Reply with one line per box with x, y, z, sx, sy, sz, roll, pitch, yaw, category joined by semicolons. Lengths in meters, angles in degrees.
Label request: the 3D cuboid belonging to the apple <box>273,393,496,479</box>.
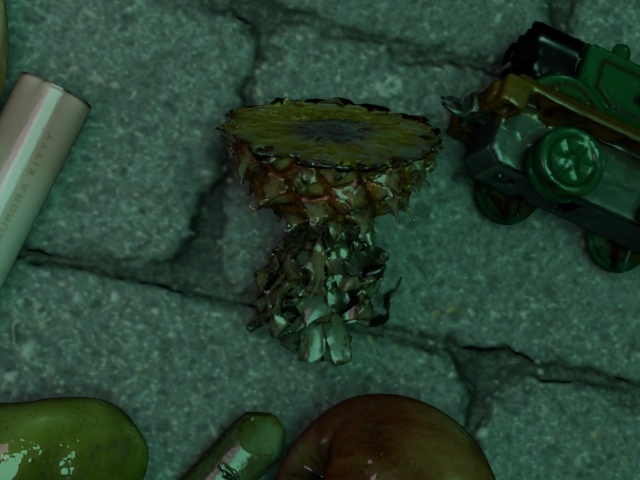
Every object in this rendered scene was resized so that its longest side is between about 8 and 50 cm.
0.073;0.298;1.584;0.254;0.253;0.253;0;89;-13;apple

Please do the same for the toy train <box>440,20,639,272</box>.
0.343;-0.117;1.687;0.429;0.178;0.249;23;74;-12;toy train

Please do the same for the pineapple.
0.000;0.000;1.604;0.262;0.262;0.271;0;112;-13;pineapple

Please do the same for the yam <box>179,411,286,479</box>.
-0.098;0.252;1.626;0.146;0.070;0.070;-45;99;-9;yam

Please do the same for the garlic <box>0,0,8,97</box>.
-0.463;-0.226;1.471;0.286;0.249;0.313;15;72;-3;garlic

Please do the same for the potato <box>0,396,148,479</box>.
-0.308;0.244;1.544;0.248;0.143;0.169;-8;129;-18;potato

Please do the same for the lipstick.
-0.357;-0.019;1.560;0.087;0.087;0.326;27;83;-11;lipstick
